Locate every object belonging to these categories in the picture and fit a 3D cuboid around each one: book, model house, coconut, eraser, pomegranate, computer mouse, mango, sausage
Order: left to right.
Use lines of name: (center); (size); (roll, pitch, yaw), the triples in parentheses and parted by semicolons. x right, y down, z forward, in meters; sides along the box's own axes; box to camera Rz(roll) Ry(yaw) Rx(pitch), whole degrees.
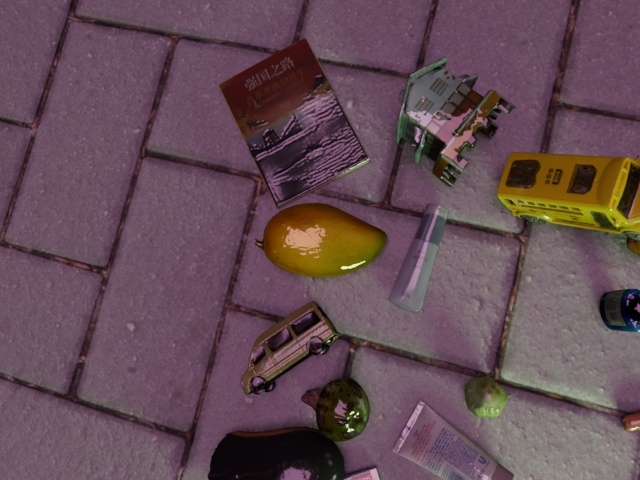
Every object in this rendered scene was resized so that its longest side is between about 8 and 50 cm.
computer mouse: (-0.107, 0.517, 1.172); (0.322, 0.116, 0.183); (-9, 68, 12)
book: (-0.072, -0.302, 1.336); (0.262, 0.028, 0.374); (-27, 80, 6)
mango: (0.000, 0.000, 1.243); (0.316, 0.119, 0.177); (5, 80, 1)
pomegranate: (0.029, 0.375, 1.176); (0.163, 0.125, 0.138); (8, 91, 10)
eraser: (0.078, 0.557, 1.192); (0.121, 0.029, 0.052); (-19, 80, 6)
model house: (0.279, -0.267, 1.182); (0.215, 0.224, 0.198); (41, 92, 8)
coconut: (0.367, 0.345, 1.151); (0.096, 0.088, 0.088); (-13, 81, 12)
sausage: (0.691, 0.383, 1.120); (0.083, 0.034, 0.034); (-18, 80, 7)

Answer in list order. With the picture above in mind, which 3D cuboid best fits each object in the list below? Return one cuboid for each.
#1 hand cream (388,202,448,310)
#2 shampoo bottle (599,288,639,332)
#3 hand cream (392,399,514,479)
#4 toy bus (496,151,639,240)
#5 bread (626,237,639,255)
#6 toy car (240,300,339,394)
hand cream: (0.237, 0.038, 1.232); (0.079, 0.048, 0.256); (19, 88, 16)
shampoo bottle: (0.635, 0.145, 1.085); (0.050, 0.183, 0.087); (-6, 81, 9)
hand cream: (0.292, 0.481, 1.154); (0.247, 0.083, 0.133); (31, 87, 22)
toy bus: (0.550, -0.104, 1.086); (0.330, 0.152, 0.144); (15, 83, 48)
bread: (0.785, -0.017, 1.081); (0.269, 0.195, 0.143); (1, 75, 10)
toy car: (-0.085, 0.253, 1.224); (0.256, 0.101, 0.125); (-34, 74, 1)
